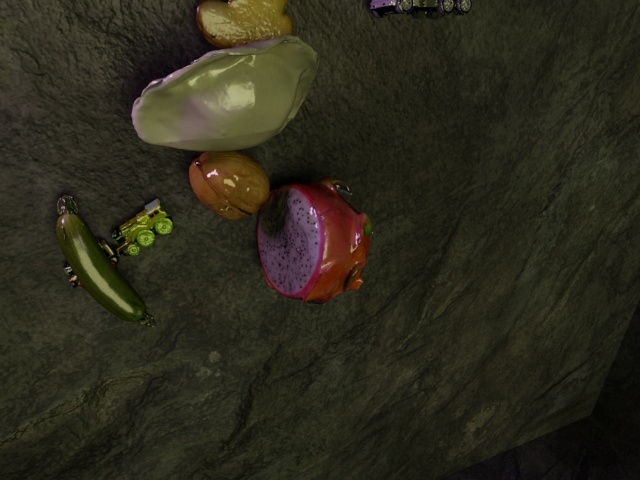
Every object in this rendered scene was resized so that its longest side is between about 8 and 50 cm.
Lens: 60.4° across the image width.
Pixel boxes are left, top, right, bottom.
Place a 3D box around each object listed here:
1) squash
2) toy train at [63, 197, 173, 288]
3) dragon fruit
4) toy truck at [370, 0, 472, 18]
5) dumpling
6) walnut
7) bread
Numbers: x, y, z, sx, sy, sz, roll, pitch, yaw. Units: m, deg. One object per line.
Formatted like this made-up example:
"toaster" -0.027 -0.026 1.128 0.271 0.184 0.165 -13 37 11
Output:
"squash" -0.442 0.061 1.095 0.080 0.071 0.319 -46 117 -40
"toy train" -0.422 0.011 1.150 0.249 0.053 0.085 -36 120 -5
"dragon fruit" 0.000 0.000 1.248 0.189 0.290 0.291 -6 120 -35
"toy truck" 0.231 -0.537 1.174 0.253 0.114 0.124 -9 108 -26
"dumpling" -0.160 -0.279 1.014 0.340 0.181 0.260 7 151 -21
"walnut" -0.186 -0.118 1.157 0.144 0.144 0.180 -46 134 1
"bread" -0.148 -0.438 1.044 0.187 0.065 0.150 -13 112 -20
